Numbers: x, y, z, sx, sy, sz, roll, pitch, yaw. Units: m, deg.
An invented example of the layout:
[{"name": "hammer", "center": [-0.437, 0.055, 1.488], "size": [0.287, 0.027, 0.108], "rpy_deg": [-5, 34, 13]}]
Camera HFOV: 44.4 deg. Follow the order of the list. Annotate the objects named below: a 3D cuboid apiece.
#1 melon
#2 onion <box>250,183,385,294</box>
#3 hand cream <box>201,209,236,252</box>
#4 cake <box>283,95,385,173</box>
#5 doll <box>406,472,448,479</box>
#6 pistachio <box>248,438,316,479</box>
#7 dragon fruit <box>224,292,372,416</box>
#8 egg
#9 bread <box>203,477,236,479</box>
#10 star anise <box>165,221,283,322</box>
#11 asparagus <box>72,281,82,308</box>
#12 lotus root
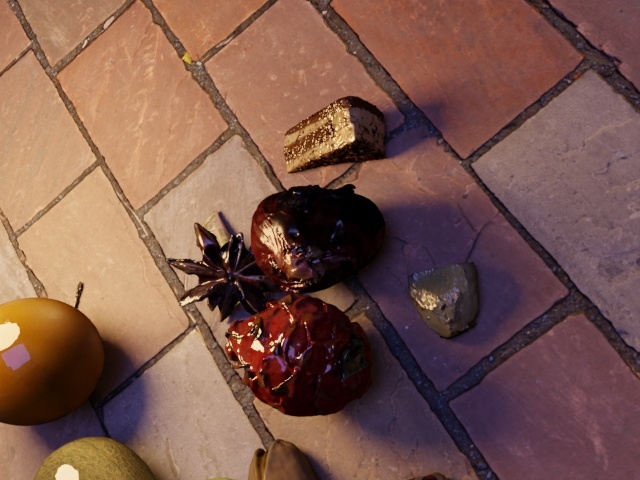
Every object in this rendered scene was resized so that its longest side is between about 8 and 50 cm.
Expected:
[{"name": "melon", "center": [-0.447, 0.549, 1.601], "size": [0.329, 0.249, 0.248], "rpy_deg": [33, 90, 35]}, {"name": "onion", "center": [-0.001, -0.005, 1.577], "size": [0.281, 0.281, 0.221], "rpy_deg": [3, 107, 25]}, {"name": "hand cream", "center": [-0.227, -0.002, 1.783], "size": [0.061, 0.039, 0.143], "rpy_deg": [-47, 54, 16]}, {"name": "cake", "center": [0.007, -0.227, 1.684], "size": [0.246, 0.135, 0.112], "rpy_deg": [-6, 74, 23]}, {"name": "doll", "center": [0.207, 0.542, 1.369], "size": [0.256, 0.152, 0.196], "rpy_deg": [48, 129, 42]}, {"name": "pistachio", "center": [-0.071, 0.493, 1.514], "size": [0.138, 0.153, 0.237], "rpy_deg": [-28, 39, 4]}, {"name": "dragon fruit", "center": [-0.039, 0.214, 1.516], "size": [0.299, 0.244, 0.244], "rpy_deg": [18, 83, 14]}, {"name": "egg", "center": [-0.650, 0.269, 1.750], "size": [0.352, 0.283, 0.282], "rpy_deg": [-7, 73, 28]}, {"name": "bread", "center": [-0.211, 0.627, 1.589], "size": [0.302, 0.045, 0.301], "rpy_deg": [-7, 72, 22]}, {"name": "star anise", "center": [-0.190, 0.076, 1.678], "size": [0.283, 0.129, 0.212], "rpy_deg": [7, 88, -9]}, {"name": "asparagus", "center": [-0.603, 0.180, 1.906], "size": [0.016, 0.013, 0.165], "rpy_deg": [10, 80, 15]}, {"name": "lotus root", "center": [0.244, 0.114, 1.517], "size": [0.143, 0.070, 0.144], "rpy_deg": [-23, 68, 17]}]
